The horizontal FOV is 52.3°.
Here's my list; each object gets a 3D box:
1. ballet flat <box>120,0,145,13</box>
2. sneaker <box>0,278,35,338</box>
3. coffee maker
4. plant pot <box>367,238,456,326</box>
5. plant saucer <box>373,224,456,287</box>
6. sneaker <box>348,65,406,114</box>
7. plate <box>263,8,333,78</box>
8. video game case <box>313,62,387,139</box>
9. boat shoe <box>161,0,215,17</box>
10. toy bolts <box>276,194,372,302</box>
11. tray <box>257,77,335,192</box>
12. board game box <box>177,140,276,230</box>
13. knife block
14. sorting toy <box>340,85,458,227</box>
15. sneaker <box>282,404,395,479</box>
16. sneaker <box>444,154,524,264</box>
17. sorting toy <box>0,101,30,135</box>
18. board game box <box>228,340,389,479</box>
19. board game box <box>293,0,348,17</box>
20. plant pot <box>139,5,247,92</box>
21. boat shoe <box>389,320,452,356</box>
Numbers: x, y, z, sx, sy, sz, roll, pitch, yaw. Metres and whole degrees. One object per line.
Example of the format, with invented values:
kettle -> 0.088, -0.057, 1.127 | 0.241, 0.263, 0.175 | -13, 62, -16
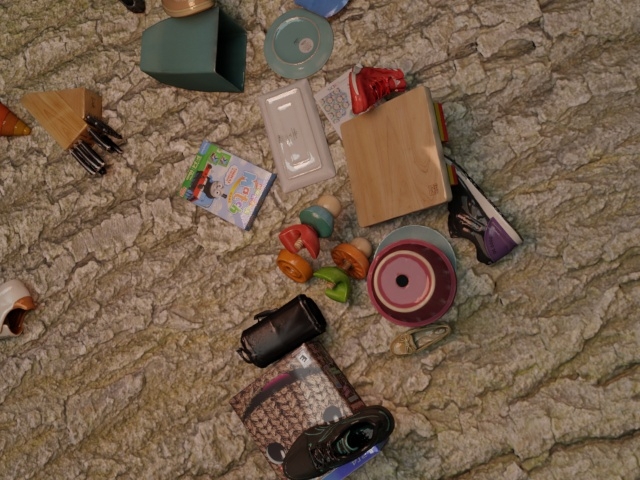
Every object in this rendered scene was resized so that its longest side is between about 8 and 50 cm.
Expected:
ballet flat -> -0.548, -0.688, 1.797 | 0.173, 0.049, 0.057 | 40, 94, 15
sneaker -> -0.896, 0.242, 1.764 | 0.290, 0.106, 0.123 | -43, 74, 5
coffee maker -> -0.085, 0.218, 1.527 | 0.178, 0.171, 0.120 | -34, 101, 11
plant pot -> 0.194, 0.092, 1.426 | 0.201, 0.180, 0.201 | -1, 85, 14
plant saucer -> 0.222, 0.062, 1.534 | 0.194, 0.037, 0.195 | -2, 84, 15
sneaker -> 0.134, -0.358, 1.500 | 0.128, 0.221, 0.087 | -4, 125, 7
plate -> -0.060, -0.507, 1.669 | 0.188, 0.024, 0.188 | -2, 83, 14
video game case -> 0.080, -0.337, 1.618 | 0.143, 0.019, 0.157 | -34, 78, 9
boat shoe -> -0.357, -0.648, 1.624 | 0.121, 0.110, 0.341 | -24, 41, -13
toy bolts -> 0.000, 0.000, 1.532 | 0.218, 0.228, 0.158 | 17, 58, 38
tray -> -0.066, -0.267, 1.644 | 0.145, 0.030, 0.270 | -18, 80, 13
board game box -> -0.241, -0.141, 1.671 | 0.211, 0.039, 0.160 | 27, 91, 14
knife block -> -0.675, -0.284, 1.770 | 0.275, 0.088, 0.242 | -2, 83, 14
sorting toy -> 0.185, -0.183, 1.495 | 0.255, 0.089, 0.257 | -17, 80, 44
sneaker -> 0.026, 0.425, 1.366 | 0.267, 0.106, 0.101 | -33, 79, 10
sneaker -> 0.323, -0.070, 1.490 | 0.124, 0.107, 0.283 | -41, 76, 13
sorting toy -> -0.921, -0.212, 1.837 | 0.126, 0.127, 0.366 | 20, 93, -14
board game box -> -0.025, 0.417, 1.507 | 0.232, 0.141, 0.291 | -39, 77, 7
board game box -> 0.010, -0.640, 1.661 | 0.168, 0.033, 0.133 | 31, 98, 20
plant pot -> -0.332, -0.475, 1.667 | 0.234, 0.165, 0.166 | 1, 85, 17
boat shoe -> 0.230, 0.228, 1.509 | 0.153, 0.048, 0.056 | -20, 80, 12
